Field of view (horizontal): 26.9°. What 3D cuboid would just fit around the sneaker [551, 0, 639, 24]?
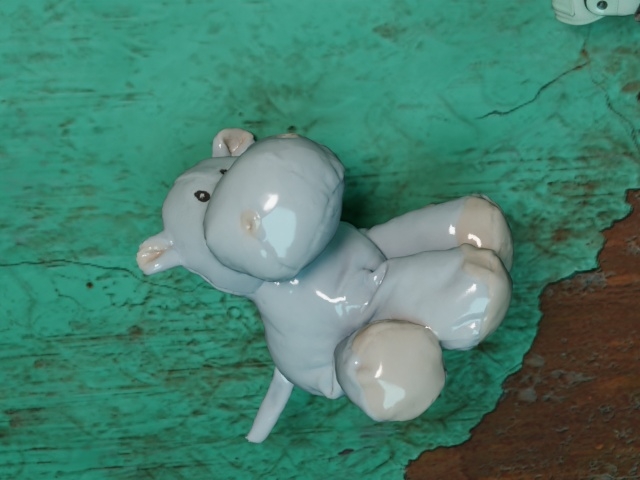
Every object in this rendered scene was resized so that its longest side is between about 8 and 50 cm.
[{"bbox_3d":[0.165,-0.228,0.974,0.256,0.094,0.151,3,120,-14],"label":"sneaker"}]

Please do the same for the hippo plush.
[{"bbox_3d":[0.000,0.000,1.095,0.236,0.234,0.294,47,152,-15],"label":"hippo plush"}]
